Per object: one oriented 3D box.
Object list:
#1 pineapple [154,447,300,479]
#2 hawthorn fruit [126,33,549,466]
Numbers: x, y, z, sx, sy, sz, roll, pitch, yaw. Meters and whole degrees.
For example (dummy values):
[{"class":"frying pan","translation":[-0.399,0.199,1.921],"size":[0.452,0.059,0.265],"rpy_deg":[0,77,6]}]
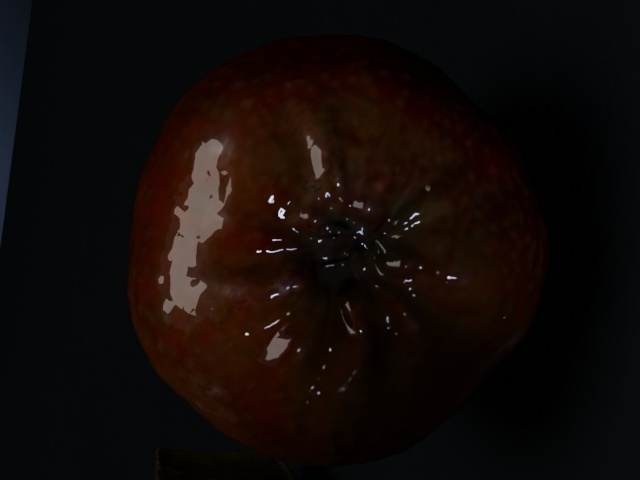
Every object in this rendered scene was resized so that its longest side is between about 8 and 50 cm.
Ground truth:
[{"class":"pineapple","translation":[-0.051,0.202,0.703],"size":[0.236,0.114,0.186],"rpy_deg":[125,145,-57]},{"class":"hawthorn fruit","translation":[0.000,0.000,0.552],"size":[0.200,0.179,0.179],"rpy_deg":[-155,73,-77]}]
